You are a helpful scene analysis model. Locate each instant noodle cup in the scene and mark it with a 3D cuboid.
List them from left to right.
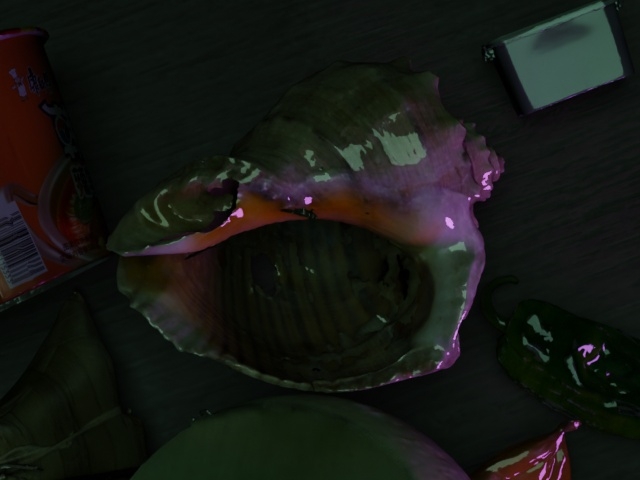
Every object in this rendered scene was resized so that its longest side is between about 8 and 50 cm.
[{"bbox_3d":[-0.292,-0.034,1.477,0.250,0.250,0.192,-25,90,1],"label":"instant noodle cup"}]

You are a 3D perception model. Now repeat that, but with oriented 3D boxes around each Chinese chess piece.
[{"bbox_3d":[-0.017,0.292,1.402,0.349,0.146,0.349,-11,68,27],"label":"Chinese chess piece"}]

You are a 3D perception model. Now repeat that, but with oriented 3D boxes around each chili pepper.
[{"bbox_3d":[0.245,0.110,1.503,0.257,0.074,0.100,21,83,2],"label":"chili pepper"}]

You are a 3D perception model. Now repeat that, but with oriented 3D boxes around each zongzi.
[{"bbox_3d":[-0.231,0.132,1.484,0.099,0.194,0.197,-21,77,31],"label":"zongzi"}]

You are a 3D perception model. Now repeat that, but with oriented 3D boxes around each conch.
[{"bbox_3d":[0.003,0.003,1.464,0.324,0.186,0.263,-19,72,-1],"label":"conch"}]

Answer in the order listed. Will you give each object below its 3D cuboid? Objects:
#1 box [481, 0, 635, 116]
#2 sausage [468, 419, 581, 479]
[{"bbox_3d":[0.201,-0.151,1.528,0.122,0.084,0.069,-21,90,3],"label":"box"},{"bbox_3d":[0.123,0.286,1.472,0.112,0.112,0.328,24,86,6],"label":"sausage"}]
